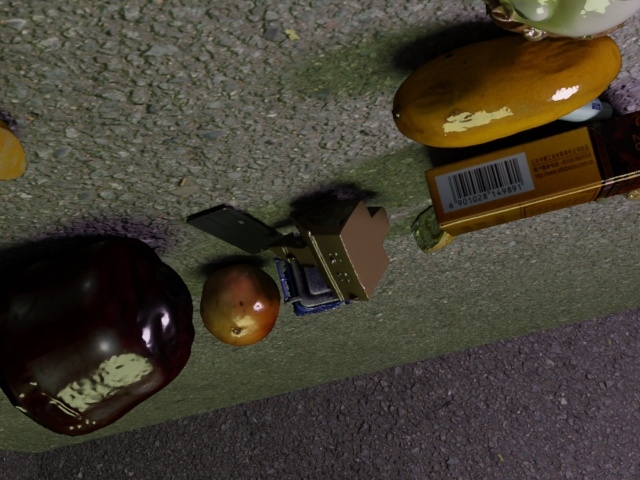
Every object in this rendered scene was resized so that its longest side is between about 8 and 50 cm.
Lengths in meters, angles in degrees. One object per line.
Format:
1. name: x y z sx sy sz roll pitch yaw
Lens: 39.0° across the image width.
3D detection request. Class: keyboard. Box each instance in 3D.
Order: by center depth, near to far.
1. keyboard: -0.184 -0.026 1.784 0.103 0.041 0.381 -19 165 18

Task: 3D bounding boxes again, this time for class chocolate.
1. chocolate: -0.419 0.149 1.739 0.331 0.383 0.383 -36 154 15

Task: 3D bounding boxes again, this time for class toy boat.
1. toy boat: -0.482 -0.141 1.247 0.088 0.089 0.229 24 170 19

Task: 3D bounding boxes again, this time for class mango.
1. mango: 0.273 -0.225 1.309 0.359 0.144 0.187 -16 -168 -3

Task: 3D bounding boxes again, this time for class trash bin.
1. trash bin: -0.014 0.088 2.012 0.184 0.162 0.234 -12 168 -11

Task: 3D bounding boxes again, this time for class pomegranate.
1. pomegranate: -0.183 0.141 2.021 0.191 0.191 0.191 -10 160 -4

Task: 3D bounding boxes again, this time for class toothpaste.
1. toothpaste: 0.373 -0.225 1.504 0.297 0.075 0.048 0 117 -32

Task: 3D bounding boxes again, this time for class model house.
1. model house: 0.000 0.000 1.812 0.248 0.176 0.181 1 130 36

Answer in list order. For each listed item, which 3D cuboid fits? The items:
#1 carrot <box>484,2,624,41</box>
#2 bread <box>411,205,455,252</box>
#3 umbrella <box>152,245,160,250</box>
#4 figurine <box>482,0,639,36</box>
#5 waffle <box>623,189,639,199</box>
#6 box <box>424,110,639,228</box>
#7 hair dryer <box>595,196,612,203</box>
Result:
1. carrot: 0.338 -0.314 1.215 0.263 0.102 0.102 -2 159 -41
2. bread: 0.259 -0.025 1.972 0.094 0.083 0.157 -12 163 -37
3. umbrella: -0.392 0.041 1.860 0.149 0.022 0.022 -17 -163 13
4. figurine: 0.181 -0.362 0.910 0.394 0.226 0.274 7 124 -17
5. waffle: 0.747 -0.127 2.034 0.092 0.021 0.135 -1 157 -31
6. box: 0.417 -0.117 1.665 0.415 0.116 0.264 -16 172 13
7. hair dryer: 0.564 -0.110 1.960 0.154 0.054 0.106 -1 165 1
